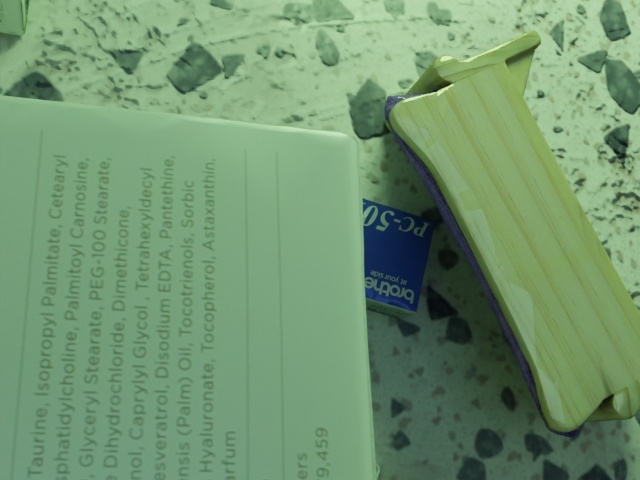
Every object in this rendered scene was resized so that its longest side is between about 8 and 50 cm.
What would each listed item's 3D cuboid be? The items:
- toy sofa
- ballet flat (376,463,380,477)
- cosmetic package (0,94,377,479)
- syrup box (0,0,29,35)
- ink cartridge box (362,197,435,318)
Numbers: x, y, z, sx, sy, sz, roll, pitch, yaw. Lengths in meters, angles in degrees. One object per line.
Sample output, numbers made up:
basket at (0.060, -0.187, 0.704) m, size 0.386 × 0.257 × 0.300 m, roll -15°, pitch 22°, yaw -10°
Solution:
toy sofa at (0.187, 0.003, 0.888) m, size 0.177 × 0.150 × 0.363 m, roll -26°, pitch 85°, yaw -17°
ballet flat at (0.040, 0.238, 0.827) m, size 0.074 × 0.074 × 0.203 m, roll -42°, pitch 88°, yaw -22°
cosmetic package at (-0.197, 0.119, 0.629) m, size 0.393 × 0.329 × 0.328 m, roll 5°, pitch 68°, yaw -15°
syrup box at (-0.308, -0.322, 0.853) m, size 0.096 × 0.093 × 0.237 m, roll 8°, pitch 74°, yaw -14°
ink cartridge box at (0.000, 0.000, 0.887) m, size 0.207 × 0.046 × 0.097 m, roll 18°, pitch 73°, yaw -12°
